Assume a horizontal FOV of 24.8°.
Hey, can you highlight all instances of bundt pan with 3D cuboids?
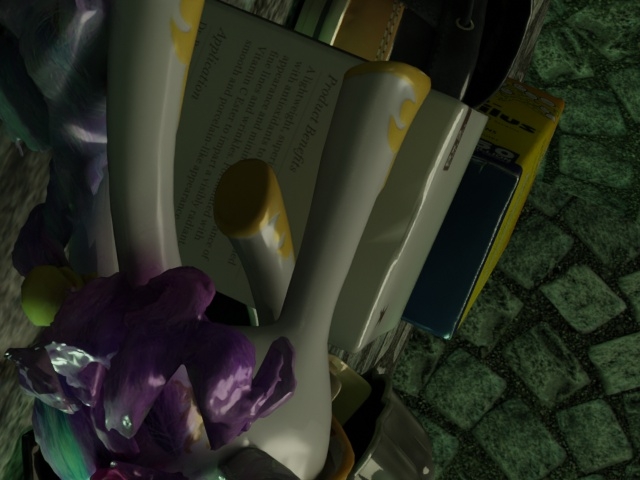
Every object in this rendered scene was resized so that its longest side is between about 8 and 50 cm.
[{"bbox_3d":[0.009,0.313,1.689,0.331,0.124,0.331,-45,-168,12],"label":"bundt pan"}]

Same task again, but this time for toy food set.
[{"bbox_3d":[-0.041,0.223,1.506,0.220,0.092,0.306,-47,171,0],"label":"toy food set"}]

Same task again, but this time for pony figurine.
[{"bbox_3d":[-0.065,0.075,0.603,0.351,0.303,0.363,18,70,-55],"label":"pony figurine"}]

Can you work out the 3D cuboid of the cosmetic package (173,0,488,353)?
[{"bbox_3d":[-0.017,-0.044,0.862,0.151,0.184,0.151,-67,171,7],"label":"cosmetic package"}]

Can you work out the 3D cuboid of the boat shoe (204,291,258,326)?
[{"bbox_3d":[-0.096,0.152,1.144,0.099,0.116,0.319,-40,146,-74],"label":"boat shoe"}]

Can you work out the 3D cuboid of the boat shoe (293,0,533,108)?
[{"bbox_3d":[0.108,-0.197,1.302,0.500,0.156,0.186,-49,159,-66],"label":"boat shoe"}]

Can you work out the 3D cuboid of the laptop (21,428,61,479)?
[{"bbox_3d":[-0.209,0.240,1.036,0.234,0.137,0.264,-28,116,-77],"label":"laptop"}]

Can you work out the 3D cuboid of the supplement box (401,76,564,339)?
[{"bbox_3d":[0.124,-0.069,1.584,0.356,0.194,0.195,-46,158,-67],"label":"supplement box"}]
